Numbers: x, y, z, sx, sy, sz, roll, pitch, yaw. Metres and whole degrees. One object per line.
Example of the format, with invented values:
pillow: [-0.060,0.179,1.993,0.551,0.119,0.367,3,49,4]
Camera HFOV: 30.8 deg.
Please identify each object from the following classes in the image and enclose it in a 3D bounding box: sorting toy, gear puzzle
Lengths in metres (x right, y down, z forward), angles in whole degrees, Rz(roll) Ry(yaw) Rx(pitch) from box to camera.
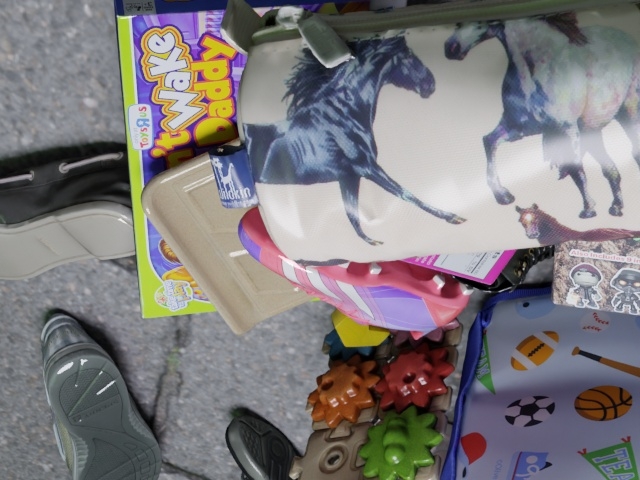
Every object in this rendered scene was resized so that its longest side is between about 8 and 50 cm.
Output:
sorting toy: [0.000,0.000,1.071,0.229,0.041,0.307,-26,135,5]
gear puzzle: [0.042,0.176,1.136,0.175,0.339,0.044,-15,131,30]

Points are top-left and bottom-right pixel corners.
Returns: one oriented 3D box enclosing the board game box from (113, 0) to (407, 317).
board game box: [-0.059,-0.084,1.052,0.233,0.078,0.347,-6,135,-9]

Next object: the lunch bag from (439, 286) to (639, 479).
lunch bag: [0.311,0.216,1.093,0.385,0.328,0.239,13,133,5]

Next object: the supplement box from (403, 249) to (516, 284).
supplement box: [0.065,-0.057,0.935,0.220,0.111,0.114,16,120,-34]

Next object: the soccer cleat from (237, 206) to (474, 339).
soccer cleat: [0.026,0.035,1.030,0.248,0.083,0.095,15,129,-34]

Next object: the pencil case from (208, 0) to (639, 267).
pencil case: [0.144,-0.083,0.664,0.410,0.160,0.183,-6,142,26]

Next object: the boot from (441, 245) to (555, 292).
boot: [0.207,0.011,1.068,0.197,0.137,0.077,14,134,5]

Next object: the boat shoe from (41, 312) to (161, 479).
boat shoe: [-0.284,0.229,1.477,0.118,0.103,0.320,-23,135,-12]

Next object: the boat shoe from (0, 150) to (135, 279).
boat shoe: [-0.304,-0.029,1.258,0.335,0.095,0.112,-5,139,30]

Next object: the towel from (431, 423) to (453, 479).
towel: [0.256,0.349,1.242,0.317,0.332,0.053,27,108,-7]

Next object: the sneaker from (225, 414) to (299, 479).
sneaker: [-0.076,0.317,1.486,0.130,0.087,0.227,-21,127,26]

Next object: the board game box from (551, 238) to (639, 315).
board game box: [0.260,-0.123,0.858,0.141,0.232,0.291,7,132,14]
